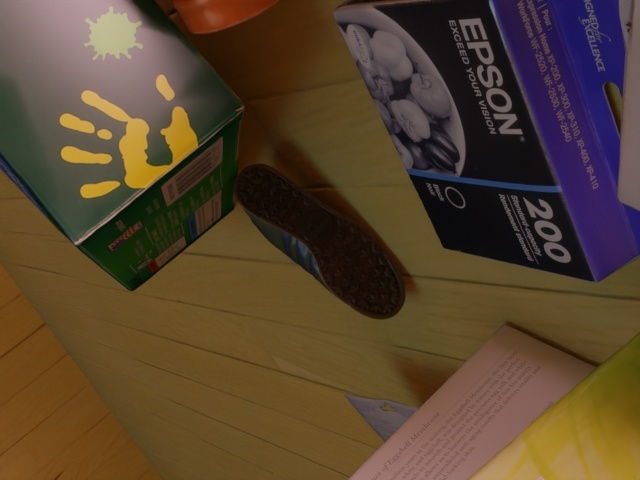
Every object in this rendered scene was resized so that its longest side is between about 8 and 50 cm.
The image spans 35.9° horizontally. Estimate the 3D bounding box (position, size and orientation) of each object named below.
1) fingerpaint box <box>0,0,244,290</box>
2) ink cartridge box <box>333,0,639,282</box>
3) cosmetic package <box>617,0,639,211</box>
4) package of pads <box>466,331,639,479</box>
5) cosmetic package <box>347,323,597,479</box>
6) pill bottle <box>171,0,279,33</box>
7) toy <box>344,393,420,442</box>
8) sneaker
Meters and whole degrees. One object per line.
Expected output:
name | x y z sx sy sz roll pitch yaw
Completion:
fingerpaint box | -0.250 -0.153 0.887 0.371 0.163 0.445 50 171 1
ink cartridge box | 0.122 -0.070 0.632 0.208 0.045 0.206 11 135 53
cosmetic package | 0.281 -0.048 0.254 0.385 0.156 0.217 34 152 34
package of pads | 0.202 0.165 0.521 0.229 0.296 0.101 25 138 44
cosmetic package | 0.166 0.214 0.745 0.225 0.224 0.138 27 147 42
pill bottle | -0.101 -0.259 0.634 0.130 0.130 0.245 17 141 51
toy | 0.143 0.230 1.020 0.237 0.056 0.137 53 153 -19
sneaker | 0.000 0.000 0.936 0.192 0.064 0.086 40 177 -1
